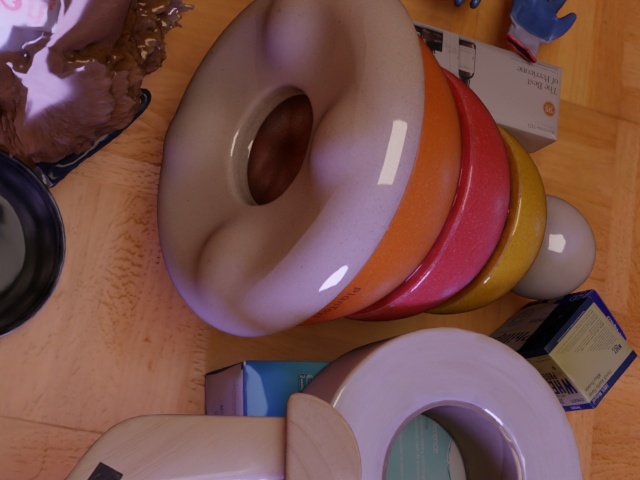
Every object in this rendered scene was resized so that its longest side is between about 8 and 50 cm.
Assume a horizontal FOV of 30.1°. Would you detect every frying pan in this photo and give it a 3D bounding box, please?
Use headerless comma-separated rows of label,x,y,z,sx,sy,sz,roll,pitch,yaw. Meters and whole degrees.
frying pan,-0.320,-0.053,1.156,0.197,0.053,0.326,30,67,-17

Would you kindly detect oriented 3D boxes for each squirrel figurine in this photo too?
squirrel figurine,-0.292,-0.285,1.096,0.281,0.370,0.397,-26,134,0

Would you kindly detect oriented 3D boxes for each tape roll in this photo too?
tape roll,0.102,0.228,1.118,0.286,0.100,0.286,5,77,-24

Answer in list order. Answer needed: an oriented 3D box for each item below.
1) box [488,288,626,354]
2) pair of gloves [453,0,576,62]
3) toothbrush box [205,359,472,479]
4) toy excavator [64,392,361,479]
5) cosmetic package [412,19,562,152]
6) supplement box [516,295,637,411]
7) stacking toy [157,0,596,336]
box,0.244,0.125,1.326,0.137,0.126,0.072,-37,96,-26
pair of gloves,0.219,-0.305,1.429,0.198,0.023,0.159,37,50,-5
toothbrush box,0.039,0.236,1.213,0.295,0.126,0.216,2,78,-23
toy excavator,-0.236,0.255,0.926,0.433,0.222,0.445,25,70,7
cosmetic package,0.167,-0.182,1.391,0.239,0.060,0.099,13,75,-21
supplement box,0.266,0.119,1.235,0.083,0.056,0.083,-44,98,-24
stacking toy,0.106,-0.030,1.215,0.480,0.350,0.351,21,71,-39
